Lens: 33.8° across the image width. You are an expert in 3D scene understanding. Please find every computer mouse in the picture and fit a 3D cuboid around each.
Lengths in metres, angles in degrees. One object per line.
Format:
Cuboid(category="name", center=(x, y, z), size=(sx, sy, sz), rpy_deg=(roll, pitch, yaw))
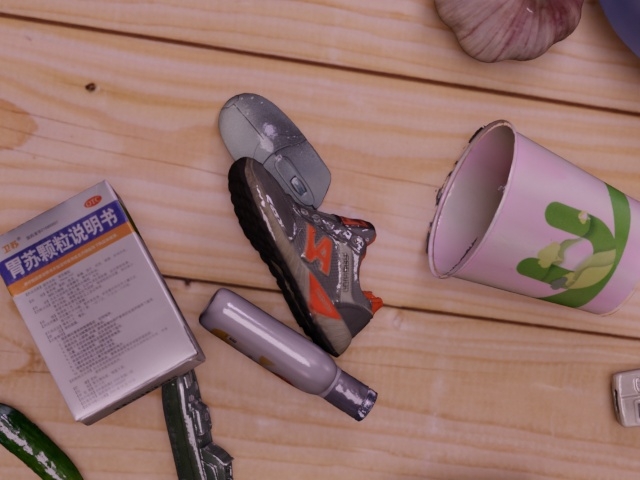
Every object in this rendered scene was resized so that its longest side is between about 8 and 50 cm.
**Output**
Cuboid(category="computer mouse", center=(-0.070, -0.127, 1.611), size=(0.113, 0.068, 0.229), rpy_deg=(-39, 94, -3))

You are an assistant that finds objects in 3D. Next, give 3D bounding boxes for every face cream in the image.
Cuboid(category="face cream", center=(-0.047, 0.173, 1.583), size=(0.291, 0.144, 0.071), rpy_deg=(33, 78, -7))

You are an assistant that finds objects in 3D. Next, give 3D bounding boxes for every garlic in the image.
Cuboid(category="garlic", center=(0.303, -0.383, 1.561), size=(0.245, 0.253, 0.245), rpy_deg=(-2, 98, -11))

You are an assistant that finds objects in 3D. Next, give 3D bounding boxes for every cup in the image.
Cuboid(category="cup", center=(0.331, -0.018, 1.581), size=(0.274, 0.253, 0.253), rpy_deg=(22, 88, -14))

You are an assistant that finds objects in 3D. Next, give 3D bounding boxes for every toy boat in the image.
Cuboid(category="toy boat", center=(-0.186, 0.290, 1.598), size=(0.085, 0.078, 0.260), rpy_deg=(-12, 90, 13))

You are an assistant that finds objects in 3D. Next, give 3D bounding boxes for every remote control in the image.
Cuboid(category="remote control", center=(0.582, 0.240, 1.691), size=(0.230, 0.049, 0.090), rpy_deg=(-7, 92, -6))

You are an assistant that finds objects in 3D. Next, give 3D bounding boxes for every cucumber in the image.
Cuboid(category="cucumber", center=(-0.437, 0.311, 1.586), size=(0.056, 0.056, 0.250), rpy_deg=(-45, 97, -4))

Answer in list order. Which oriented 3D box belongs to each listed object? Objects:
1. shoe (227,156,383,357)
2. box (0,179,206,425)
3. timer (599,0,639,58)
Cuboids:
Cuboid(category="shoe", center=(0.000, 0.000, 1.578), size=(0.171, 0.132, 0.336), rpy_deg=(-33, 107, -14))
Cuboid(category="box", center=(-0.325, 0.092, 1.540), size=(0.200, 0.106, 0.299), rpy_deg=(-29, 79, -5))
Cuboid(category="timer", center=(0.592, -0.407, 1.614), size=(0.395, 0.173, 0.395), rpy_deg=(2, 83, -18))
